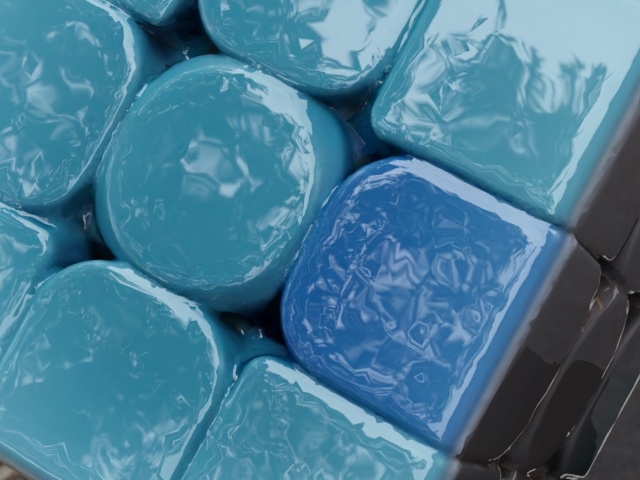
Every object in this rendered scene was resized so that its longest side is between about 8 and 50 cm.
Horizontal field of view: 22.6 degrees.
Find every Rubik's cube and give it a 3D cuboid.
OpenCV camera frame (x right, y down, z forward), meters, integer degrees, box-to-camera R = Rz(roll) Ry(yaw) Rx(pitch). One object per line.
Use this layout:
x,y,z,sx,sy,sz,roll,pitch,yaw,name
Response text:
0.000,0.000,0.767,0.290,0.292,0.291,-61,-21,0,Rubik's cube

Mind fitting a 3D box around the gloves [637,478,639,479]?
0.190,0.176,0.858,0.106,0.129,0.180,-32,10,27,gloves
